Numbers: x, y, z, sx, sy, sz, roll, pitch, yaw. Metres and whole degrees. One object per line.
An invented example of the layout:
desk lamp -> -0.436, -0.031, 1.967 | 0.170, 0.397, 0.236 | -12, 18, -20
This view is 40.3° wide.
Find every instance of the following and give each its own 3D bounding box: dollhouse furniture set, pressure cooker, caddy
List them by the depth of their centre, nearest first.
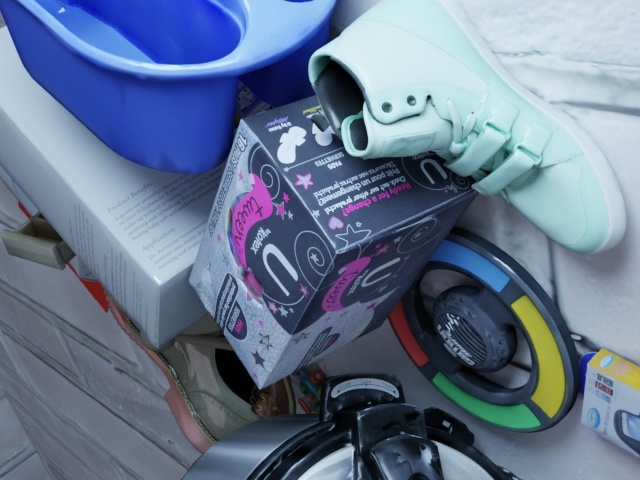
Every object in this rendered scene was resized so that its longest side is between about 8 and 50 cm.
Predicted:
caddy -> -0.138, -0.222, 0.736 | 0.341, 0.241, 0.179 | 39, 153, 24
pressure cooker -> 0.030, 0.359, 0.929 | 0.370, 0.375, 0.420 | 47, 157, -8
dollhouse furniture set -> -0.382, -0.109, 1.215 | 0.212, 0.161, 0.242 | 13, 132, 29

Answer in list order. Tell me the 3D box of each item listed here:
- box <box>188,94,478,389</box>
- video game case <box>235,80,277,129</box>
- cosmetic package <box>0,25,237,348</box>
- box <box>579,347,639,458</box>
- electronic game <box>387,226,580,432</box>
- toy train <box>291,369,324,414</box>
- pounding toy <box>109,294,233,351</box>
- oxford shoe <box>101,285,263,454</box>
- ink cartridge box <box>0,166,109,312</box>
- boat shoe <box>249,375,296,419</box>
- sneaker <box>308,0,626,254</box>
box -> 0.000, 0.000, 0.777 | 0.142, 0.163, 0.247 | 53, 146, 20
video game case -> -0.070, -0.120, 0.952 | 0.193, 0.023, 0.212 | 58, 151, -6
cosmetic package -> -0.218, -0.091, 0.975 | 0.365, 0.197, 0.155 | 46, 151, 18
box -> 0.272, 0.148, 0.731 | 0.136, 0.028, 0.081 | 27, 140, 36
electronic game -> 0.144, 0.086, 0.829 | 0.229, 0.048, 0.229 | 35, 145, 30
toy train -> -0.011, 0.246, 1.208 | 0.125, 0.046, 0.166 | 11, 129, 49
pounding toy -> -0.174, 0.043, 1.153 | 0.182, 0.110, 0.237 | -1, 138, 6
oxford shoe -> -0.192, 0.119, 1.297 | 0.146, 0.140, 0.397 | -34, 87, 30
ink cartridge box -> -0.491, -0.043, 1.557 | 0.308, 0.091, 0.385 | 47, 148, 13
boat shoe -> -0.066, 0.220, 1.187 | 0.064, 0.060, 0.178 | -128, 26, -66
sneaker -> 0.099, -0.063, 0.644 | 0.256, 0.151, 0.094 | 49, 148, 8
